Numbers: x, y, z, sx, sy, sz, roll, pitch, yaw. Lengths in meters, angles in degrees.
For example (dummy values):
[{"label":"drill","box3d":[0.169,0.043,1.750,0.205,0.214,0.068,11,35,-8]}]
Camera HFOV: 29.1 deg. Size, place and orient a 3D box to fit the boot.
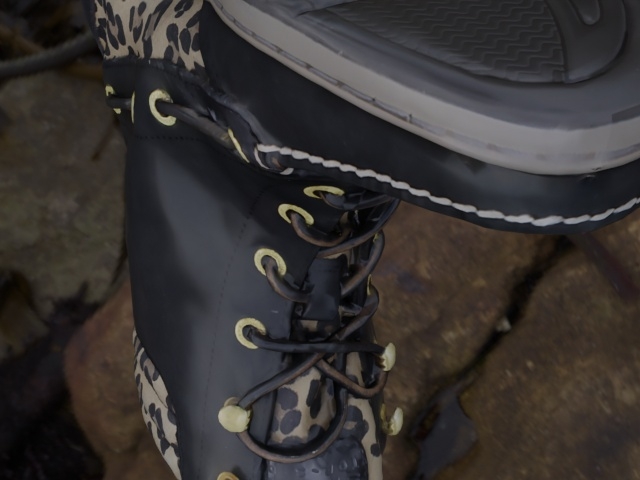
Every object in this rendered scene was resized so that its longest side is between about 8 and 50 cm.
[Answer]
[{"label":"boot","box3d":[0.000,0.000,0.545,0.138,0.284,0.377,-18,29,-30]}]
